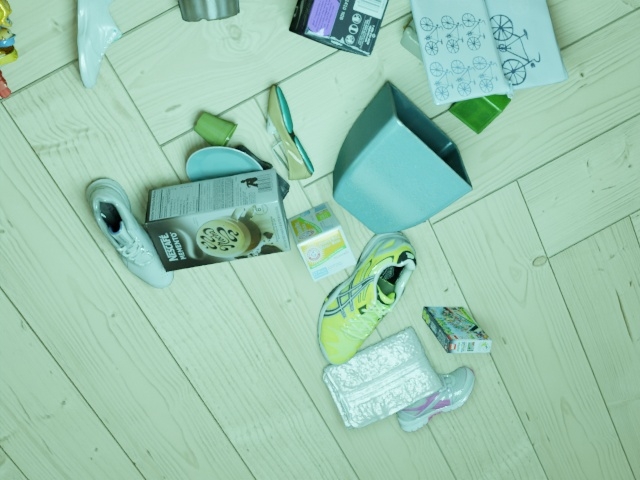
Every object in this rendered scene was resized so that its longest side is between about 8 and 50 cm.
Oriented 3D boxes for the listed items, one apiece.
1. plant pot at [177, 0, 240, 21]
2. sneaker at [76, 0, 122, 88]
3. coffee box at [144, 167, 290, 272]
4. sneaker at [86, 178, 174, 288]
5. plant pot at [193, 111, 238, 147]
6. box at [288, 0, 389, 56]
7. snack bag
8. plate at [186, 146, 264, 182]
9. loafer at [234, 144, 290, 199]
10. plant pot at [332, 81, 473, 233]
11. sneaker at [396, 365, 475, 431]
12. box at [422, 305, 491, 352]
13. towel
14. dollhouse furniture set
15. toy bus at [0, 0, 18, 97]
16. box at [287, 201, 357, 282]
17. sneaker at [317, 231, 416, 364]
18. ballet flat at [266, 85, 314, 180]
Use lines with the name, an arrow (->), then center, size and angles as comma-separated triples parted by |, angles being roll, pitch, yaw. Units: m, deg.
plant pot -> -0.240, -0.550, 1.439 | 0.167, 0.167, 0.165 | -10, 117, -7
sneaker -> -0.473, -0.431, 1.480 | 0.094, 0.080, 0.212 | -1, 108, -22
coffee box -> -0.230, -0.044, 1.578 | 0.297, 0.119, 0.168 | -10, 136, 2
sneaker -> -0.445, 0.001, 1.598 | 0.111, 0.129, 0.297 | -34, 112, 0
plant pot -> -0.244, -0.252, 1.581 | 0.079, 0.083, 0.083 | 31, 101, -6
box -> 0.037, -0.489, 1.442 | 0.143, 0.270, 0.165 | 16, 105, -15
snack bag -> 0.376, -0.473, 1.542 | 0.342, 0.037, 0.323 | -10, 83, -11
plate -> -0.216, -0.157, 1.598 | 0.188, 0.024, 0.188 | 5, 143, 4
loafer -> -0.139, -0.163, 1.642 | 0.170, 0.062, 0.061 | 52, 55, -22
plant pot -> 0.160, -0.165, 1.598 | 0.247, 0.248, 0.252 | 39, 114, -20
sneaker -> 0.303, 0.415, 1.885 | 0.252, 0.103, 0.111 | -34, 112, 2
box -> 0.346, 0.226, 1.772 | 0.114, 0.207, 0.036 | 1, 108, -11
towel -> 0.160, 0.366, 1.830 | 0.282, 0.049, 0.187 | -27, 81, -2
dollhouse furniture set -> 0.336, -0.435, 1.626 | 0.301, 0.151, 0.197 | 38, 77, -2
toy bus -> -0.701, -0.396, 1.420 | 0.220, 0.149, 0.211 | -35, 124, 0
box -> 0.000, 0.000, 1.636 | 0.114, 0.203, 0.103 | -24, 111, -1
sneaker -> 0.110, 0.156, 1.740 | 0.145, 0.147, 0.385 | 22, 104, -18
ballet flat -> -0.087, -0.242, 1.610 | 0.073, 0.080, 0.232 | -18, 110, 12
